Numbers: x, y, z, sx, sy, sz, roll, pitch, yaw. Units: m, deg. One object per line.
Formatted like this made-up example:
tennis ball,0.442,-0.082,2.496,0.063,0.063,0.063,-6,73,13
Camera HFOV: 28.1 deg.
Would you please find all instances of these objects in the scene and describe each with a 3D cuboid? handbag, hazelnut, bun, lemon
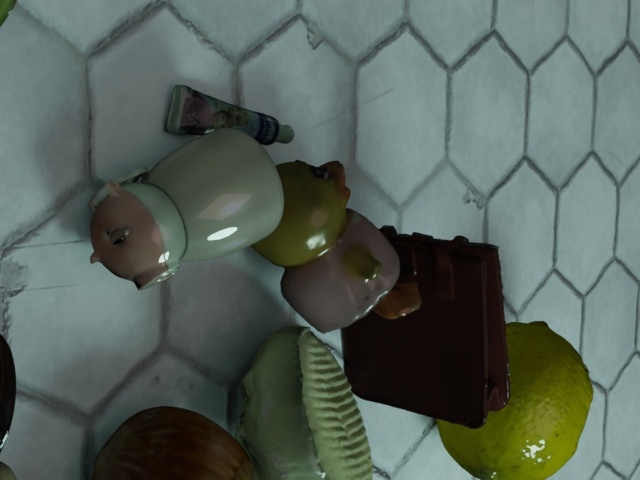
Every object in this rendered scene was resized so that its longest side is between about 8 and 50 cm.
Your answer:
handbag,0.147,0.120,1.861,0.084,0.260,0.276,-27,120,-46
hazelnut,-0.183,0.306,1.555,0.214,0.176,0.214,25,45,-27
bun,-0.032,0.255,1.712,0.287,0.146,0.287,-19,90,-75
lemon,0.323,0.265,2.121,0.320,0.245,0.245,-60,137,-34

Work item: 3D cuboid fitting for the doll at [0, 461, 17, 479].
doll,-0.352,0.367,1.365,0.196,0.152,0.256,-39,131,-25

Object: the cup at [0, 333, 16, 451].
cup,-0.436,0.136,1.196,0.279,0.196,0.196,19,81,-43

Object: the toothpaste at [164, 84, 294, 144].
toothpaste,-0.114,-0.152,1.659,0.216,0.037,0.062,10,90,-47

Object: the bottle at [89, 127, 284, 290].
bottle,-0.171,-0.031,1.528,0.236,0.147,0.148,-29,119,-37

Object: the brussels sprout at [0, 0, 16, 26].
brussels sprout,-0.371,-0.272,1.244,0.145,0.131,0.183,-43,131,-10

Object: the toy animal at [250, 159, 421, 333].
toy animal,-0.004,0.001,1.719,0.169,0.195,0.281,-39,113,-17
